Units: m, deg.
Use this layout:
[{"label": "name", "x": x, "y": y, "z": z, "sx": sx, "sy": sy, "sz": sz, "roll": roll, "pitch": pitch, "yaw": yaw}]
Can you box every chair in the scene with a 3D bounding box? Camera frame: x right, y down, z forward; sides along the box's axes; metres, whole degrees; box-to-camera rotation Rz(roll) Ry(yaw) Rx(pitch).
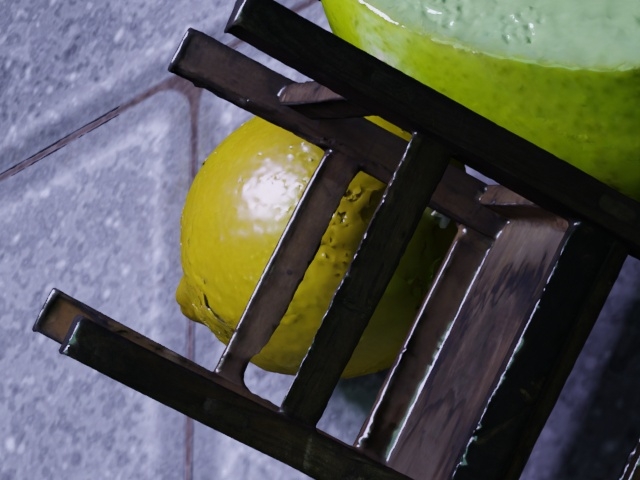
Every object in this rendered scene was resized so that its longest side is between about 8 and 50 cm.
[{"label": "chair", "x": 0.089, "y": 0.062, "z": 0.904, "sx": 0.203, "sy": 0.416, "sz": 0.240, "roll": -63, "pitch": 11, "yaw": -7}]

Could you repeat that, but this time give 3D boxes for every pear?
[{"label": "pear", "x": 0.167, "y": -0.127, "z": 1.007, "sx": 0.292, "sy": 0.159, "sz": 0.292, "roll": -8, "pitch": 52, "yaw": 10}]

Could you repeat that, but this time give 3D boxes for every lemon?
[{"label": "lemon", "x": 0.000, "y": 0.000, "z": 1.095, "sx": 0.206, "sy": 0.173, "sz": 0.173, "roll": -18, "pitch": 54, "yaw": 25}]
